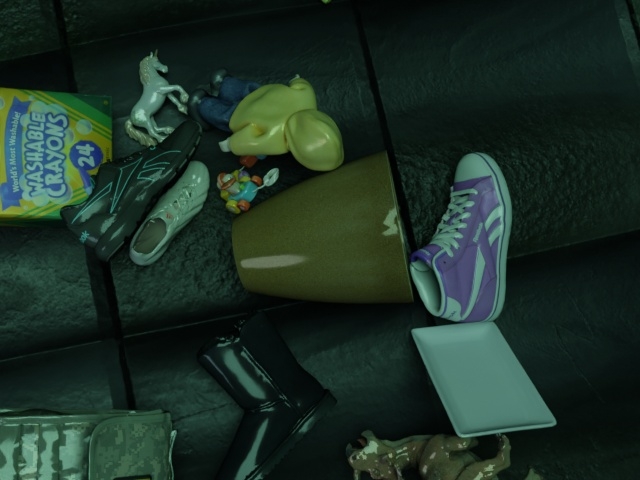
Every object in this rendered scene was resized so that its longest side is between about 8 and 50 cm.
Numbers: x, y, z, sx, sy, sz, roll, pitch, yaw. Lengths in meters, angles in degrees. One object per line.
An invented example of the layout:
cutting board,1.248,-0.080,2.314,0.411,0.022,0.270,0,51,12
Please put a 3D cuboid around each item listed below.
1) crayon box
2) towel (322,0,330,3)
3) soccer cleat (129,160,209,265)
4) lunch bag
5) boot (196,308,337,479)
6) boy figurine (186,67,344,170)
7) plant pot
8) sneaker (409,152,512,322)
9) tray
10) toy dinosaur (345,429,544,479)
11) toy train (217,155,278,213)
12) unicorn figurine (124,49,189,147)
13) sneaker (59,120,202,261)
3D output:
crayon box,-0.485,-0.126,1.286,0.323,0.083,0.203,1,80,-21
towel,-0.051,-0.520,1.474,0.237,0.021,0.102,38,77,1
soccer cleat,-0.237,-0.045,1.341,0.068,0.076,0.196,31,78,0
lunch bag,-0.352,0.362,1.213,0.287,0.169,0.235,2,83,-11
boot,-0.123,0.249,1.290,0.246,0.094,0.207,-43,90,-18
boy figurine,-0.070,-0.191,1.304,0.285,0.092,0.177,24,62,33
plant pot,0.000,0.000,1.299,0.255,0.237,0.237,-10,81,5
sneaker,0.218,-0.012,1.343,0.161,0.102,0.282,7,77,-33
tray,0.239,0.211,1.283,0.145,0.270,0.030,-6,118,-7
toy dinosaur,0.197,0.366,1.253,0.200,0.127,0.296,-47,45,-9
toy train,-0.121,-0.113,1.336,0.046,0.166,0.125,37,102,-24
unicorn figurine,-0.267,-0.232,1.379,0.111,0.060,0.161,31,78,-1
sneaker,-0.277,-0.097,1.268,0.106,0.101,0.267,37,63,-4
